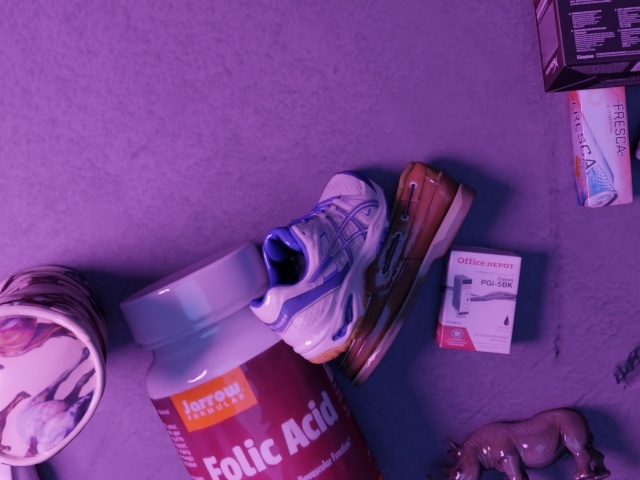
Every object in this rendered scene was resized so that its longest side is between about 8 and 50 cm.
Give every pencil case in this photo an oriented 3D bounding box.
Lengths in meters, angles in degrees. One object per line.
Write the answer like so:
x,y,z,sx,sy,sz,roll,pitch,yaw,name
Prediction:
-0.344,0.131,1.021,0.183,0.410,0.160,-35,102,-9,pencil case

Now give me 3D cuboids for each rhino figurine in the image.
0.265,0.298,1.186,0.243,0.073,0.106,-14,63,2,rhino figurine

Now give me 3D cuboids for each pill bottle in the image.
-0.085,0.213,1.105,0.224,0.224,0.392,-26,96,3,pill bottle

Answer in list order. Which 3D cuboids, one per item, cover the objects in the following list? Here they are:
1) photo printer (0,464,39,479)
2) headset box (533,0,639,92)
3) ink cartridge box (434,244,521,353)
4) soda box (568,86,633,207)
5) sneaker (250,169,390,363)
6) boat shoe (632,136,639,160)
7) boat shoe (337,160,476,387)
-0.493,0.432,1.189,0.256,0.107,0.308,-13,96,1,photo printer
0.380,-0.348,1.077,0.218,0.110,0.293,-5,81,0,headset box
0.214,0.079,1.175,0.099,0.056,0.135,5,97,0,ink cartridge box
0.372,-0.138,1.151,0.063,0.058,0.183,-7,96,1,soda box
0.000,0.000,1.059,0.131,0.296,0.112,36,131,-23,sneaker
0.557,-0.071,1.135,0.301,0.108,0.102,29,95,0,boat shoe
0.089,0.042,1.154,0.104,0.111,0.307,29,86,1,boat shoe
